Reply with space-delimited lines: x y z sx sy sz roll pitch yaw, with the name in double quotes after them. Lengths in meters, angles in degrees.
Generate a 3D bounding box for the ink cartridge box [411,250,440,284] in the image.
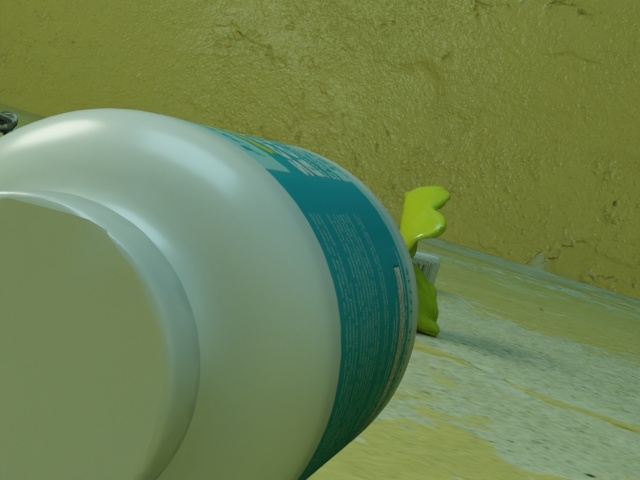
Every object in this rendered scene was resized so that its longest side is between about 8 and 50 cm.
0.000 0.000 1.672 0.223 0.045 0.224 13 5 -43 "ink cartridge box"

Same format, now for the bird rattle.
-0.004 0.021 1.238 0.253 0.143 0.207 -2 2 -33 "bird rattle"

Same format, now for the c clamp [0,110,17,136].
-0.312 -0.085 1.267 0.137 0.022 0.161 4 -31 8 "c clamp"

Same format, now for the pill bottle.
-0.053 0.031 0.466 0.146 0.146 0.264 18 4 11 "pill bottle"
